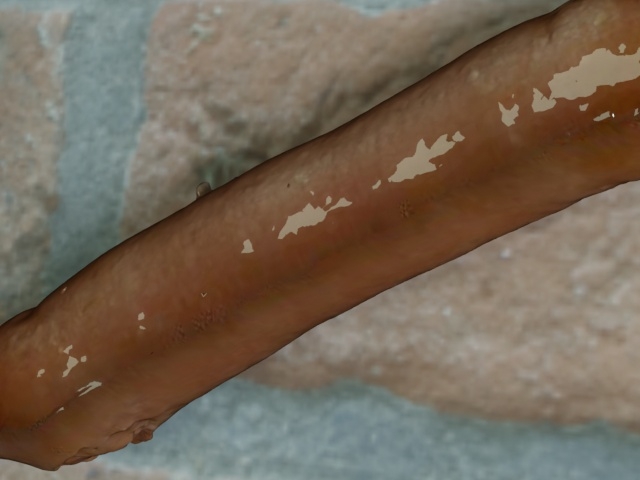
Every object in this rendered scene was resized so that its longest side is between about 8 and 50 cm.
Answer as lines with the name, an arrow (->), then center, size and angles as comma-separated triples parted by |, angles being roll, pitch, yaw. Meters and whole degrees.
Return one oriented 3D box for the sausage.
sausage -> 0.000, 0.000, 0.838 | 0.419, 0.094, 0.094 | -29, 41, 20
